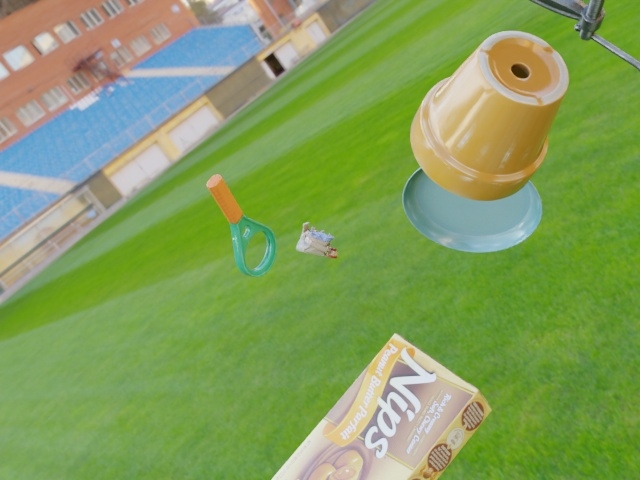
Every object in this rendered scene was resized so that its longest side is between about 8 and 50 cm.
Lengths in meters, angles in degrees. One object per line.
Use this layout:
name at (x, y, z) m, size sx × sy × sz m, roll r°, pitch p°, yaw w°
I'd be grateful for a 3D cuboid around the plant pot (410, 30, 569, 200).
plant pot at (0.255, -0.191, 0.928) m, size 0.205 × 0.205 × 0.188 m, roll -45°, pitch -12°, yaw -26°

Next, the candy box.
candy box at (0.095, 0.323, 1.007) m, size 0.316 × 0.087 × 0.183 m, roll -47°, pitch 45°, yaw -11°

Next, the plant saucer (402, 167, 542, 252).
plant saucer at (0.352, -0.090, 1.494) m, size 0.318 × 0.317 × 0.043 m, roll -23°, pitch 34°, yaw 41°

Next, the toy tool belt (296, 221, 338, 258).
toy tool belt at (0.000, 0.000, 1.086) m, size 0.052 × 0.083 × 0.051 m, roll 13°, pitch 91°, yaw 53°

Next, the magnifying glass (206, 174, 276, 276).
magnifying glass at (-0.132, -0.022, 1.085) m, size 0.026 × 0.231 × 0.092 m, roll 14°, pitch 58°, yaw 33°

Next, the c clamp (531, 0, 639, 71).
c clamp at (0.191, -0.198, 0.469) m, size 0.022 × 0.137 × 0.161 m, roll -53°, pitch -24°, yaw 0°
